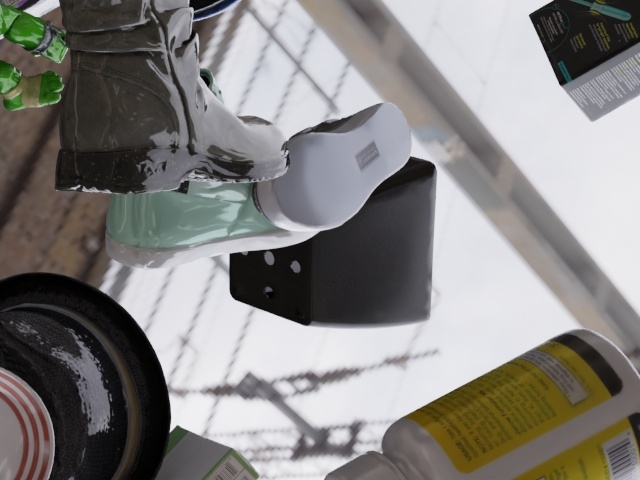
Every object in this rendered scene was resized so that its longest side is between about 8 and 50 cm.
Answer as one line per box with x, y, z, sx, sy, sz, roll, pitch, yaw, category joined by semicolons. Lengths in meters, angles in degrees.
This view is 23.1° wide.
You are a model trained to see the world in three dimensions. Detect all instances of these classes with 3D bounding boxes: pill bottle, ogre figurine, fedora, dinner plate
0.115;0.153;1.044;0.208;0.119;0.119;-25;-149;-19;pill bottle
-0.317;-0.139;1.412;0.197;0.118;0.097;-38;-132;2;ogre figurine
-0.344;0.195;1.870;0.334;0.152;0.334;-1;-97;6;fedora
-0.247;0.143;1.041;0.141;0.141;0.017;-48;-148;-5;dinner plate

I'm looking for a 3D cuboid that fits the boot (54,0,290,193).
-0.091;-0.118;1.046;0.083;0.246;0.161;4;-83;27;boot

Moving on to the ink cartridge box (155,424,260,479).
-0.183;0.316;1.917;0.171;0.056;0.235;-47;-166;-15;ink cartridge box

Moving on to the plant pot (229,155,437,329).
0.000;0.000;1.717;0.188;0.188;0.167;19;-155;41;plant pot

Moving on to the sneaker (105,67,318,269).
-0.065;-0.073;1.329;0.094;0.151;0.256;29;-148;36;sneaker

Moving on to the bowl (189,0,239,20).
-0.209;-0.396;1.681;0.391;0.391;0.077;-13;-141;36;bowl

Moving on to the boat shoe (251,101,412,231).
-0.004;-0.060;1.293;0.076;0.080;0.228;-14;-165;33;boat shoe

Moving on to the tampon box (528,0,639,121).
0.356;-0.245;1.875;0.161;0.101;0.120;-29;-125;18;tampon box

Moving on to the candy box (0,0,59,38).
-0.374;-0.275;1.582;0.196;0.165;0.070;-34;-178;-17;candy box
